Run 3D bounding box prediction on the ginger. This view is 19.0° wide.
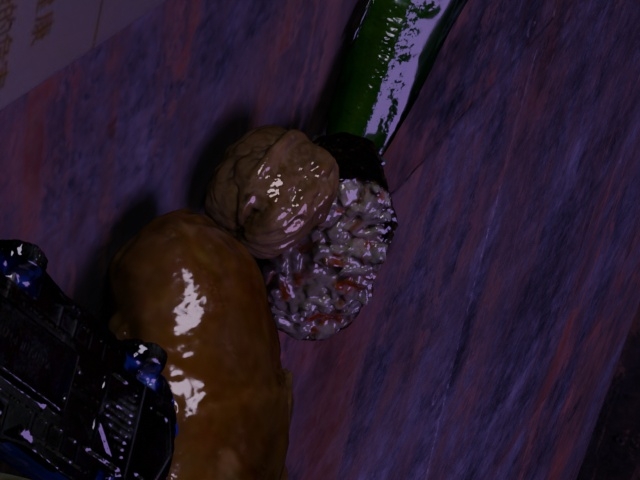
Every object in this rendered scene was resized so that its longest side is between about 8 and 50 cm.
[{"bbox_3d":[-0.107,0.148,1.165,0.172,0.165,0.321,38,65,-37],"label":"ginger"}]

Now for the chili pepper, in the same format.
[{"bbox_3d":[0.060,-0.141,1.400,0.216,0.062,0.108,-61,163,0],"label":"chili pepper"}]

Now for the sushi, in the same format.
[{"bbox_3d":[0.000,0.000,1.359,0.078,0.090,0.150,-105,-152,-47],"label":"sushi"}]

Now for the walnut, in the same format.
[{"bbox_3d":[-0.031,-0.034,1.252,0.096,0.079,0.082,-51,161,-35],"label":"walnut"}]

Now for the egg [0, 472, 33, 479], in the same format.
[{"bbox_3d":[-0.185,0.250,0.921,0.238,0.238,0.289,94,8,-52],"label":"egg"}]

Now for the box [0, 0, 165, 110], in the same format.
[{"bbox_3d":[-0.084,-0.198,0.895,0.365,0.051,0.205,-43,153,-49],"label":"box"}]

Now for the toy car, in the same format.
[{"bbox_3d":[-0.147,0.078,1.006,0.216,0.063,0.103,47,48,-50],"label":"toy car"}]
